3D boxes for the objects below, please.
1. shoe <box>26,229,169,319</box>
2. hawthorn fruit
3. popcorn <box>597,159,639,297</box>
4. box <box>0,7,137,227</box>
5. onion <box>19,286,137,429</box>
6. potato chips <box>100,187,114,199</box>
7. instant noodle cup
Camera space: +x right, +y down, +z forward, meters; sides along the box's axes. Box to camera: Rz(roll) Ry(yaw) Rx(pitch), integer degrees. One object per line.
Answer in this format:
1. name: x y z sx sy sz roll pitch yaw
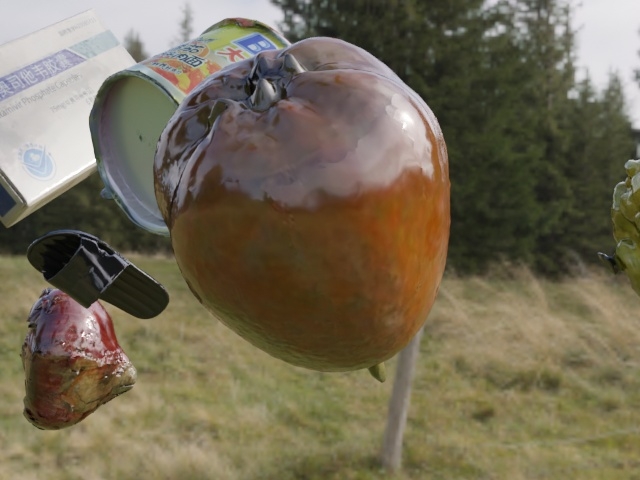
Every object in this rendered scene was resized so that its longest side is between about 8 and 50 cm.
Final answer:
1. shoe: -0.215 0.044 0.990 0.159 0.062 0.053 33 21 -36
2. hawthorn fruit: 0.000 0.000 0.641 0.199 0.251 0.199 -14 33 9
3. popcorn: 0.307 -0.006 0.808 0.173 0.142 0.173 42 -10 9
4. box: -0.361 -0.177 1.340 0.065 0.200 0.343 -33 8 36
5. onion: -0.303 0.150 1.249 0.147 0.184 0.184 13 -2 -13
6. potato chips: -0.308 -0.153 1.671 0.026 0.209 0.142 38 -14 -29
7. instant noodle cup: -0.116 -0.101 0.952 0.205 0.205 0.153 3 21 44
